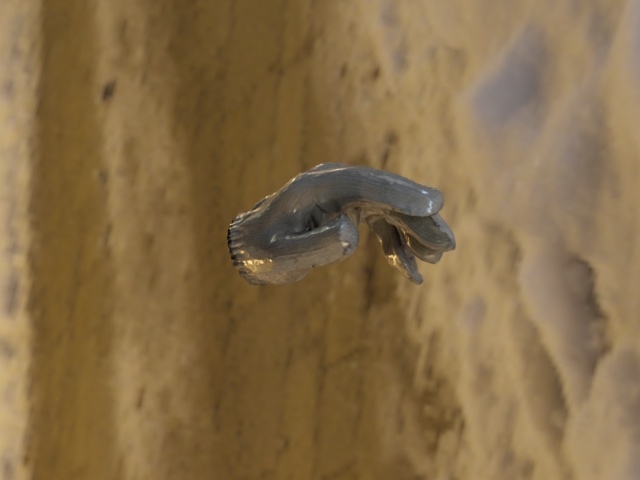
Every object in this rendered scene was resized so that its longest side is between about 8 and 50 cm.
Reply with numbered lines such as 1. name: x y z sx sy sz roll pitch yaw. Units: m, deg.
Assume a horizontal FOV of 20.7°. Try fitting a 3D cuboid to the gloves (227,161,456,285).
1. gloves: 0.000 -0.002 0.460 0.081 0.044 0.037 -2 112 33
